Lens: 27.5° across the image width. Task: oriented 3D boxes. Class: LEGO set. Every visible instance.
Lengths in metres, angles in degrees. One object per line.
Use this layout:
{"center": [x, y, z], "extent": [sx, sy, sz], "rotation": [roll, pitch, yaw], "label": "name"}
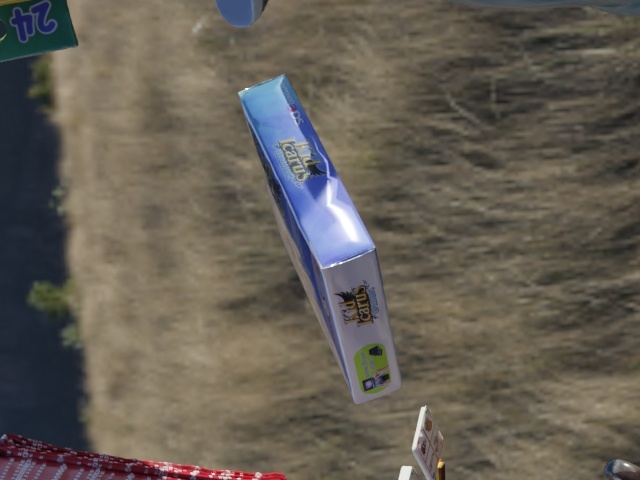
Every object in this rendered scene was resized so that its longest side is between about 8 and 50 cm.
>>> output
{"center": [0.097, 0.298, 1.309], "extent": [0.244, 0.060, 0.182], "rotation": [61, -142, -50], "label": "LEGO set"}

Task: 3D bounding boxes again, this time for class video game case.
{"center": [0.000, 0.000, 1.393], "extent": [0.244, 0.061, 0.269], "rotation": [77, 170, -50], "label": "video game case"}

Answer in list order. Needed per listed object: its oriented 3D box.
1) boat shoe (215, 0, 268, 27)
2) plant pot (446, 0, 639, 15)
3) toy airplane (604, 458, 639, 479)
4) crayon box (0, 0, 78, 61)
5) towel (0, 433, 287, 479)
{"center": [-0.053, -0.218, 0.946], "extent": [0.049, 0.040, 0.142], "rotation": [28, 145, 15], "label": "boat shoe"}
{"center": [0.109, -0.237, 0.658], "extent": [0.271, 0.255, 0.272], "rotation": [-13, 71, 44], "label": "plant pot"}
{"center": [0.399, 0.313, 1.249], "extent": [0.384, 0.272, 0.386], "rotation": [-48, -18, -58], "label": "toy airplane"}
{"center": [-0.329, -0.279, 1.003], "extent": [0.083, 0.203, 0.323], "rotation": [-84, -18, -70], "label": "crayon box"}
{"center": [-0.187, 0.255, 1.192], "extent": [0.199, 0.274, 0.031], "rotation": [-57, 31, 39], "label": "towel"}
